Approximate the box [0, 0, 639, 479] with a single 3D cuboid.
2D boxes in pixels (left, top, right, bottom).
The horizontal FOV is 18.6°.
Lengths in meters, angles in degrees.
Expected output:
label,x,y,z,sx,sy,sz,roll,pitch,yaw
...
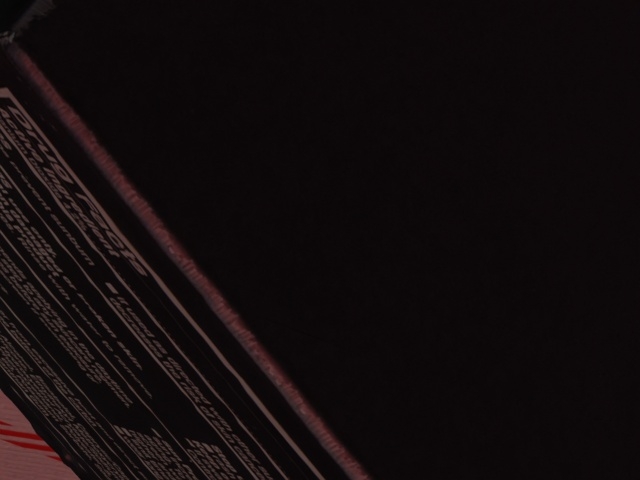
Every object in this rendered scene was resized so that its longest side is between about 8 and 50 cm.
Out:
label,x,y,z,sx,sy,sz,roll,pitch,yaw
box,0.000,0.000,0.650,0.296,0.183,0.294,52,160,-20
